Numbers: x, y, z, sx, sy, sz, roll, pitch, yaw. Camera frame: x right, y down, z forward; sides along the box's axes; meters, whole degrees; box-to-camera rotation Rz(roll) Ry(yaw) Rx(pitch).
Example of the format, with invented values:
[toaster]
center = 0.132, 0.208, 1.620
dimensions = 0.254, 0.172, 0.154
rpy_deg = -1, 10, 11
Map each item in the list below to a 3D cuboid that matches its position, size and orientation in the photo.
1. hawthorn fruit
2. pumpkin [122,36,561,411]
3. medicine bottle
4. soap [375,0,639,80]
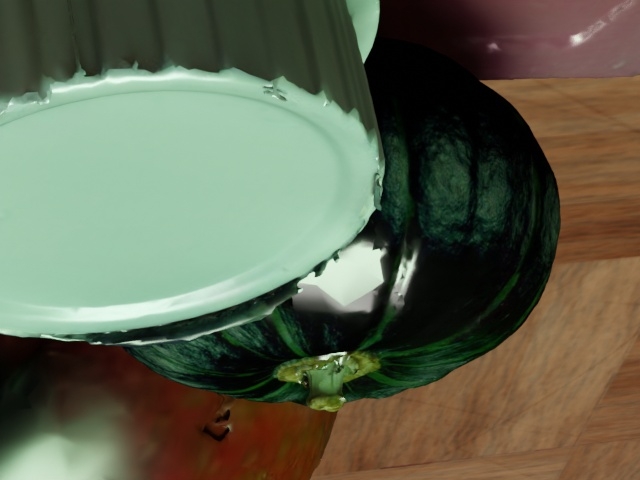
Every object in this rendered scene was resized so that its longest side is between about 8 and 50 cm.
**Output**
[hawthorn fruit]
center = -0.135, 0.070, 0.962
dimensions = 0.316, 0.316, 0.316
rpy_deg = -8, 152, -4
[pumpkin]
center = 0.000, 0.000, 0.777
dimensions = 0.202, 0.140, 0.202
rpy_deg = -6, 159, -2
[medicine bottle]
center = -0.077, -0.139, 0.572
dimensions = 0.158, 0.318, 0.158
rpy_deg = -9, 152, -5
[soap]
center = 0.098, -0.207, 0.713
dimensions = 0.233, 0.128, 0.359
rpy_deg = -2, 150, -20
